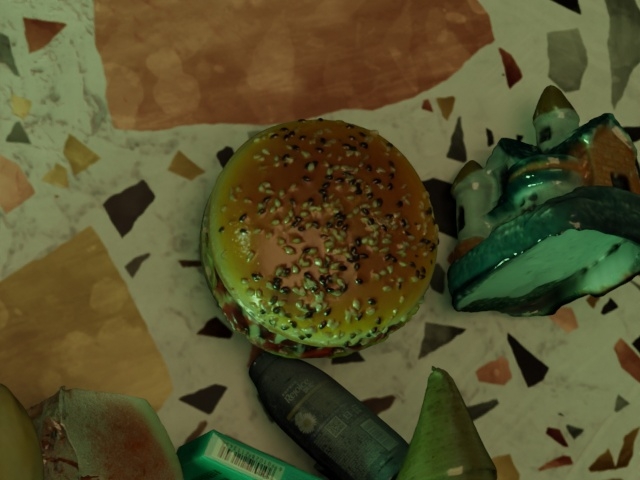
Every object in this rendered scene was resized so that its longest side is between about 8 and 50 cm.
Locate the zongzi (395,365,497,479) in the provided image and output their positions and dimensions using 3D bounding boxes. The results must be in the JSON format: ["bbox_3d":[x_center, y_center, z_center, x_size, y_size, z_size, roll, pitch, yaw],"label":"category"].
[{"bbox_3d":[0.006,0.435,1.784,0.500,0.218,0.467,-22,77,15],"label":"zongzi"}]

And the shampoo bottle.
[{"bbox_3d":[0.008,0.211,1.895,0.087,0.049,0.233,-44,61,-14],"label":"shampoo bottle"}]

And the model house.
[{"bbox_3d":[0.274,-0.069,2.016,0.184,0.253,0.291,15,57,-28],"label":"model house"}]

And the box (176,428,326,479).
[{"bbox_3d":[-0.049,0.287,1.862,0.226,0.161,0.042,27,70,-11],"label":"box"}]

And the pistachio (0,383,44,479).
[{"bbox_3d":[-0.409,0.270,1.675,0.230,0.230,0.309,26,40,-12],"label":"pistachio"}]

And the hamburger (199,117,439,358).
[{"bbox_3d":[0.000,0.000,1.930,0.300,0.176,0.300,4,77,-16],"label":"hamburger"}]

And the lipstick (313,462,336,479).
[{"bbox_3d":[0.132,0.327,1.956,0.289,0.077,0.076,36,70,-7],"label":"lipstick"}]

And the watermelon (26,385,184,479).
[{"bbox_3d":[-0.252,0.323,1.769,0.224,0.180,0.305,-13,64,0],"label":"watermelon"}]
